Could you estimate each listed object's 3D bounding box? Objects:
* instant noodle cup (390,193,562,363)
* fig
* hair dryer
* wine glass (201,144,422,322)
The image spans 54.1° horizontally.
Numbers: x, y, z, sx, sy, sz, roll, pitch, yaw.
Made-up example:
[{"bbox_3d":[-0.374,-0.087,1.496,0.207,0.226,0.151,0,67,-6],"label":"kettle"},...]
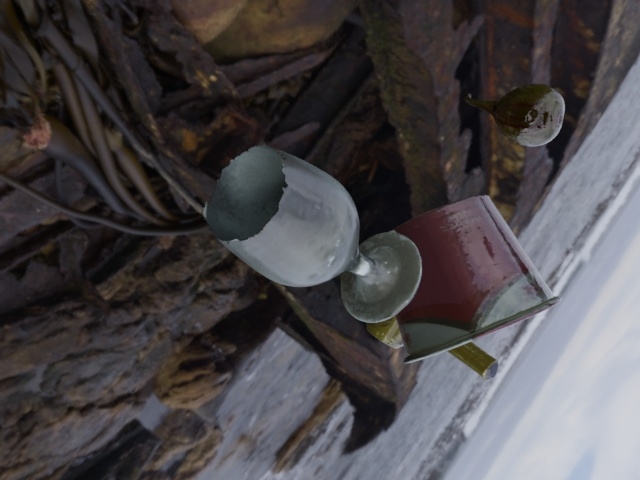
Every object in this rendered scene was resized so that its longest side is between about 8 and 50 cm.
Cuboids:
[{"bbox_3d":[0.193,0.053,0.891,0.235,0.178,0.235,-22,168,-5],"label":"instant noodle cup"},{"bbox_3d":[0.379,-0.272,1.278,0.124,0.236,0.124,-26,131,-35],"label":"fig"},{"bbox_3d":[0.211,0.178,1.176,0.090,0.279,0.134,30,94,-45],"label":"hair dryer"},{"bbox_3d":[0.000,0.000,0.661,0.241,0.126,0.126,30,93,-43],"label":"wine glass"}]
